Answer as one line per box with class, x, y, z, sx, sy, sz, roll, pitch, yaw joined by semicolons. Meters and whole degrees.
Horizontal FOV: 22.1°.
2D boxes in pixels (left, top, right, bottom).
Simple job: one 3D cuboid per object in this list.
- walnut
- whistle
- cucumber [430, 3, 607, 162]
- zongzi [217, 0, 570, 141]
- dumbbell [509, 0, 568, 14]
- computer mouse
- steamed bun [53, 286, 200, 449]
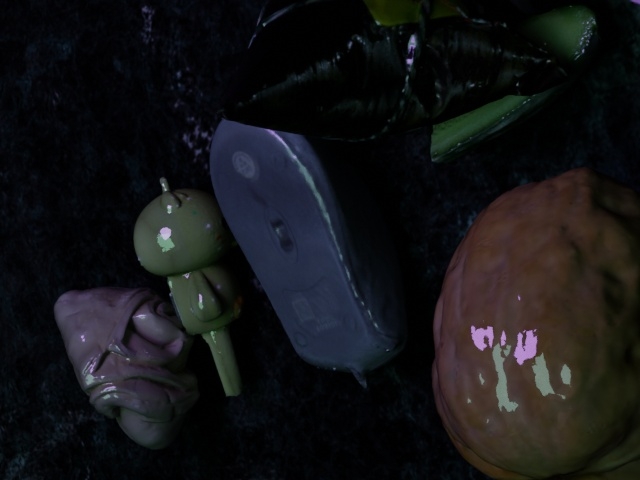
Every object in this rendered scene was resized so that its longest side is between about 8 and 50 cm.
walnut;0.256;0.090;1.647;0.306;0.306;0.344;-30;44;41
whistle;-0.142;0.051;2.132;0.141;0.141;0.294;-21;106;42
cucumber;0.221;-0.173;1.779;0.244;0.063;0.115;-28;54;44
zongzi;0.005;-0.204;1.745;0.383;0.362;0.319;40;135;50
dumbbell;0.189;-0.354;1.709;0.218;0.152;0.152;44;125;25
computer mouse;0.000;0.000;1.979;0.188;0.122;0.371;-17;98;49
steamed bun;-0.233;0.150;2.180;0.144;0.211;0.218;-34;47;13
